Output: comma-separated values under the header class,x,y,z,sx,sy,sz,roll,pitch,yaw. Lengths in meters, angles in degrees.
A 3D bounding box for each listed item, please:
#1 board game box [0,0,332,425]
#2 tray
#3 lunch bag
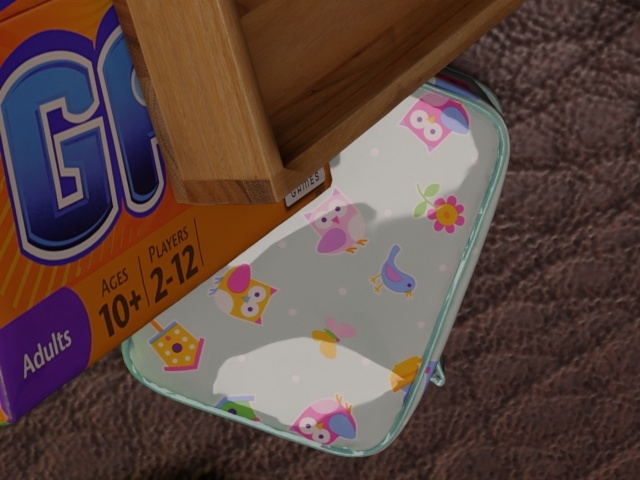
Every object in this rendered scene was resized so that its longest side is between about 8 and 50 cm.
class,x,y,z,sx,sy,sz,roll,pitch,yaw
board game box,-0.253,-0.132,1.039,0.356,0.356,0.356,-2,108,27
tray,0.031,-0.200,1.065,0.076,0.411,0.203,-1,116,35
lunch bag,0.000,0.000,1.272,0.224,0.108,0.279,19,106,-8
